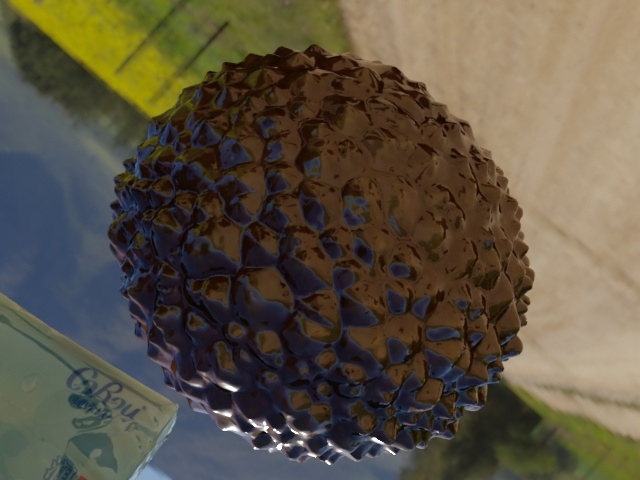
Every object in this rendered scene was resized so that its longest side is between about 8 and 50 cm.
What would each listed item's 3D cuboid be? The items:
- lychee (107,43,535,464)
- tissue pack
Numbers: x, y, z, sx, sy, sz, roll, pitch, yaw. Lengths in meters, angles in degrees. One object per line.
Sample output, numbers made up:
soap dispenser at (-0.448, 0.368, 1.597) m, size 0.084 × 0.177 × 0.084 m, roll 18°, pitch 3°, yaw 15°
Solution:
lychee at (0.000, 0.000, 0.662) m, size 0.200 × 0.200 × 0.238 m, roll 43°, pitch -157°, yaw -26°
tissue pack at (-0.268, 0.135, 1.097) m, size 0.263 × 0.177 × 0.089 m, roll 34°, pitch 152°, yaw 1°
